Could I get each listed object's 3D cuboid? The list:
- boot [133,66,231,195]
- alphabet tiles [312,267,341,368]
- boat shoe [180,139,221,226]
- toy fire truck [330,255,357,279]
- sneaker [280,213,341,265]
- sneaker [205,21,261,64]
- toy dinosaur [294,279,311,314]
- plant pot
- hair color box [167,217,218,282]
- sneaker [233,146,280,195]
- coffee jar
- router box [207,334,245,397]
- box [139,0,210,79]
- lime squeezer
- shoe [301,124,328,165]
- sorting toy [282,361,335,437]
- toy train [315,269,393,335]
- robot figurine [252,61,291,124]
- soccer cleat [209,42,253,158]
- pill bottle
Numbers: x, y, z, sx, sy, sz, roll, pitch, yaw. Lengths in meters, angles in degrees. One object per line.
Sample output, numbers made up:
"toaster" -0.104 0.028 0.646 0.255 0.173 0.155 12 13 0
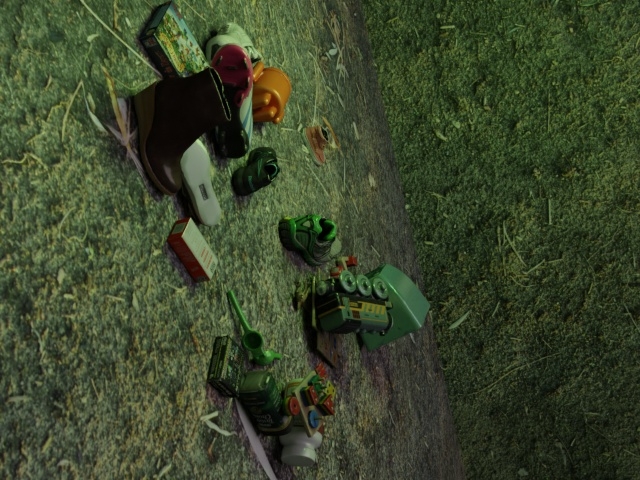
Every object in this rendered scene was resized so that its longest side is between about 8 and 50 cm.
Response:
"boot" -0.290 -0.234 1.440 0.090 0.206 0.249 -35 113 -68
"alphabet tiles" 0.024 0.267 2.254 0.342 0.011 0.285 58 28 -59
"boat shoe" -0.299 -0.138 1.571 0.077 0.070 0.219 -23 111 -35
"toy fire truck" 0.088 0.111 2.507 0.192 0.047 0.135 33 49 -62
"sneaker" 0.000 0.000 2.187 0.343 0.146 0.134 26 56 -66
"sneaker" -0.258 -0.549 1.855 0.292 0.110 0.118 -48 118 -75
"toy dinosaur" -0.061 0.177 2.097 0.183 0.053 0.093 68 29 -69
"plant pot" 0.250 0.242 2.621 0.252 0.247 0.248 58 23 -5
"hair color box" -0.294 0.024 1.537 0.072 0.043 0.141 -77 148 -48
"sneaker" -0.160 -0.204 1.925 0.267 0.106 0.101 -67 140 -58
"coffee jar" -0.137 0.416 1.682 0.079 0.096 0.184 -69 143 -49
"router box" -0.224 0.302 1.590 0.092 0.038 0.122 59 28 -45
"box" -0.344 -0.445 1.637 0.159 0.044 0.233 -81 152 -42
"lime squeezer" -0.162 0.261 1.752 0.110 0.058 0.310 -81 151 -42
"shoe" -0.002 -0.350 2.448 0.178 0.081 0.063 60 28 -43
"sorting toy" -0.007 0.427 1.770 0.274 0.046 0.132 -33 105 -64
"toy train" 0.116 0.216 2.181 0.334 0.142 0.190 15 57 -46
"robot figurine" -0.160 -0.445 2.010 0.158 0.128 0.219 30 38 -12
"soccer cleat" -0.233 -0.372 1.726 0.143 0.116 0.331 -95 -172 -48
"pill bottle" -0.051 0.502 1.832 0.121 0.121 0.216 57 30 -46
